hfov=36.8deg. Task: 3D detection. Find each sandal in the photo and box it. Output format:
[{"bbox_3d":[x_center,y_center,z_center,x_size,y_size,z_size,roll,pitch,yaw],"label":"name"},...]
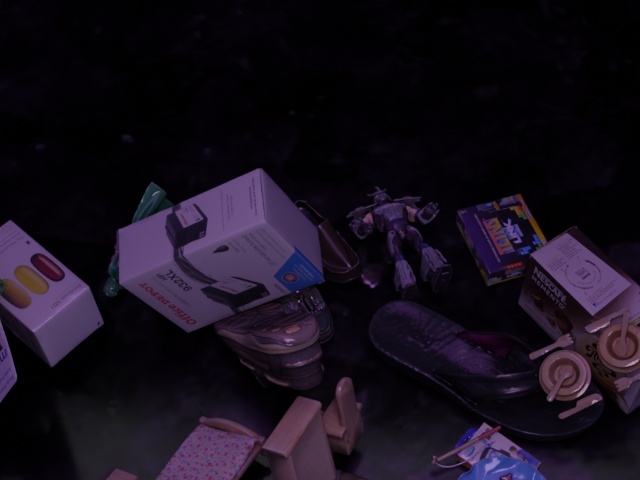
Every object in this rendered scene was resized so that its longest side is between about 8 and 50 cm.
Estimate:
[{"bbox_3d":[0.289,0.225,1.727,0.446,0.107,0.167,21,57,17],"label":"sandal"}]

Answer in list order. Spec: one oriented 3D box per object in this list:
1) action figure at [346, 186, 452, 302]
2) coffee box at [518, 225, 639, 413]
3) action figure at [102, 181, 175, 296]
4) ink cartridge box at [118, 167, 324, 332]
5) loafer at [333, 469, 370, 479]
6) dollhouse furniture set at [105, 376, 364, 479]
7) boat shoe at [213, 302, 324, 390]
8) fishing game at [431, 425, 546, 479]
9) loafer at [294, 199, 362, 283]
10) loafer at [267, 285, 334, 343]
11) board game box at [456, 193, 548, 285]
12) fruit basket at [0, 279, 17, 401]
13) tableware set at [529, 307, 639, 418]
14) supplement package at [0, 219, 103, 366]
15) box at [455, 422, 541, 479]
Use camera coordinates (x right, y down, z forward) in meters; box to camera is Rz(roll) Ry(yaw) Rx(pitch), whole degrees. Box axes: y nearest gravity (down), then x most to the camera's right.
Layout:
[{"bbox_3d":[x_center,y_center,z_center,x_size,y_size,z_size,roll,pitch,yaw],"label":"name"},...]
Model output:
[{"bbox_3d":[0.163,-0.011,1.921,0.185,0.099,0.285,-20,51,-6],"label":"action figure"},{"bbox_3d":[0.508,0.141,1.745,0.119,0.168,0.297,-29,58,-18],"label":"coffee box"},{"bbox_3d":[-0.368,0.013,1.926,0.063,0.137,0.232,7,59,37],"label":"action figure"},{"bbox_3d":[-0.182,0.027,1.760,0.307,0.223,0.129,-22,52,19],"label":"ink cartridge box"},{"bbox_3d":[0.054,0.486,1.549,0.087,0.094,0.251,-3,53,5],"label":"loafer"},{"bbox_3d":[-0.155,0.315,1.602,0.356,0.173,0.303,11,40,29],"label":"dollhouse furniture set"},{"bbox_3d":[-0.094,0.193,1.679,0.132,0.355,0.130,-17,97,-18],"label":"boat shoe"},{"bbox_3d":[0.298,0.444,1.585,0.189,0.041,0.264,-26,62,-5],"label":"fishing game"},{"bbox_3d":[0.000,0.000,1.928,0.080,0.078,0.220,-34,59,-21],"label":"loafer"},{"bbox_3d":[-0.067,0.087,1.861,0.096,0.084,0.267,-29,57,-18],"label":"loafer"},{"bbox_3d":[0.370,-0.004,1.935,0.141,0.048,0.170,-15,54,-10],"label":"board game box"},{"bbox_3d":[-0.661,0.192,1.685,0.165,0.327,0.353,14,40,-43],"label":"fruit basket"},{"bbox_3d":[0.455,0.199,1.608,0.194,0.039,0.128,-29,61,13],"label":"tableware set"},{"bbox_3d":[-0.554,0.100,1.842,0.244,0.134,0.139,34,62,25],"label":"supplement package"},{"bbox_3d":[0.302,0.377,1.662,0.136,0.028,0.081,34,62,22],"label":"box"}]
